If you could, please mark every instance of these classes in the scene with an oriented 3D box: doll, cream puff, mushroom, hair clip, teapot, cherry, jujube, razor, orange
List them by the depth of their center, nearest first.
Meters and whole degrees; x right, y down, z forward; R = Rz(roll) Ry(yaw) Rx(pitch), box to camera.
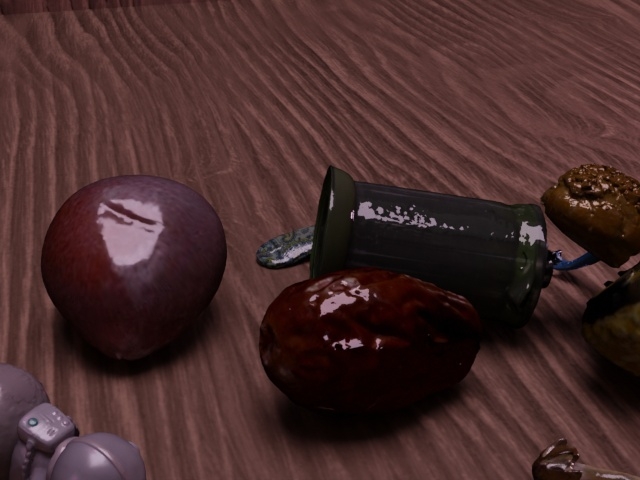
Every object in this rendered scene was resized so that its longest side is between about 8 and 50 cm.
[{"bbox_3d":[-0.310,0.234,1.237,0.287,0.151,0.151,19,32,28],"label":"doll"},{"bbox_3d":[0.332,0.271,1.249,0.187,0.061,0.060,10,23,11],"label":"mushroom"},{"bbox_3d":[0.064,0.129,1.394,0.290,0.197,0.197,1,23,-30],"label":"jujube"},{"bbox_3d":[0.519,0.069,1.448,0.369,0.271,0.210,-29,79,-41],"label":"orange"},{"bbox_3d":[0.389,-0.042,1.524,0.150,0.115,0.165,36,1,42],"label":"cream puff"},{"bbox_3d":[-0.266,0.034,1.558,0.261,0.221,0.307,-1,45,4],"label":"cherry"},{"bbox_3d":[0.159,0.005,1.592,0.337,0.200,0.270,9,25,-4],"label":"teapot"},{"bbox_3d":[0.415,0.012,1.667,0.082,0.042,0.253,-17,-7,-32],"label":"razor"},{"bbox_3d":[0.000,-0.002,1.818,0.229,0.036,0.066,-15,37,-27],"label":"hair clip"}]

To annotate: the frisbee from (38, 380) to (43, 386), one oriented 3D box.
[{"bbox_3d":[-0.481,0.208,1.430,0.187,0.012,0.211,22,35,39],"label":"frisbee"}]
